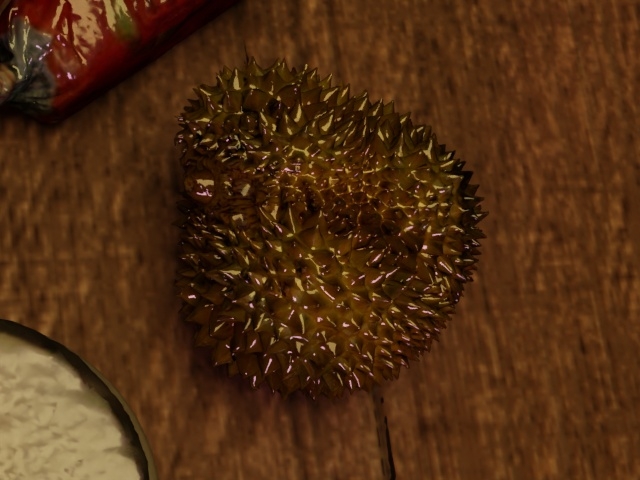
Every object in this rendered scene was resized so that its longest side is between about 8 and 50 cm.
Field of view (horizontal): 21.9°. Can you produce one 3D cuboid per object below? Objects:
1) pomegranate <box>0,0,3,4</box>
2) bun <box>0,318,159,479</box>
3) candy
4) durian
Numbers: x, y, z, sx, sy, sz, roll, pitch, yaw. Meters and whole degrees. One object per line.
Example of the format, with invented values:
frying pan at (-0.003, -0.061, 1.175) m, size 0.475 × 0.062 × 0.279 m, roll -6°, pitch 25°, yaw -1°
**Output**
pomegranate at (-0.215, -0.179, 0.761) m, size 0.235 × 0.210 × 0.210 m, roll -13°, pitch 73°, yaw -43°
bun at (-0.155, 0.121, 0.704) m, size 0.173 × 0.120 × 0.173 m, roll 3°, pitch 70°, yaw -8°
candy at (-0.091, -0.124, 0.837) m, size 0.292 × 0.086 × 0.059 m, roll -38°, pitch 87°, yaw -25°
durian at (0.000, 0.000, 0.798) m, size 0.168 × 0.137 × 0.158 m, roll 19°, pitch 84°, yaw -24°
